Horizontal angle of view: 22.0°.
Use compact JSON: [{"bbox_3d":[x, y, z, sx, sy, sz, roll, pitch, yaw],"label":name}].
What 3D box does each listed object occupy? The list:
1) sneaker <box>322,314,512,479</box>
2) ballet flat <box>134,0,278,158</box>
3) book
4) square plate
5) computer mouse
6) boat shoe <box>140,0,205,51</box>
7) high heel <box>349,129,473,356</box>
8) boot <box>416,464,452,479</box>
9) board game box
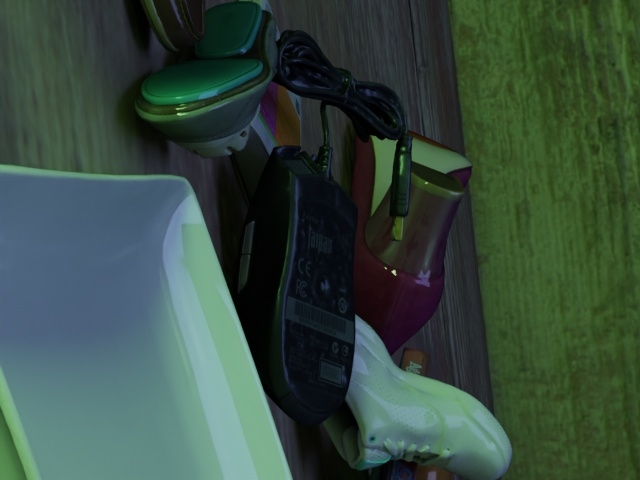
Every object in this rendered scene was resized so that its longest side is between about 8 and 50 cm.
[{"bbox_3d":[0.054,0.144,1.258,0.212,0.080,0.094,35,48,-20],"label":"sneaker"},{"bbox_3d":[-0.058,-0.085,0.975,0.213,0.072,0.068,-73,158,-66],"label":"ballet flat"},{"bbox_3d":[-0.040,-0.098,1.184,0.144,0.035,0.096,-87,162,-44],"label":"book"},{"bbox_3d":[-0.066,0.137,0.719,0.347,0.049,0.344,-7,79,-79],"label":"square plate"},{"bbox_3d":[0.000,0.000,1.136,0.184,0.060,0.262,17,71,-56],"label":"computer mouse"},{"bbox_3d":[-0.081,-0.199,0.944,0.064,0.060,0.178,27,57,-77],"label":"boat shoe"},{"bbox_3d":[0.063,-0.009,1.597,0.377,0.127,0.181,-69,-179,-78],"label":"high heel"},{"bbox_3d":[0.092,0.264,1.551,0.152,0.073,0.197,-78,157,-50],"label":"boot"},{"bbox_3d":[0.056,0.220,1.366,0.281,0.027,0.145,-75,177,-63],"label":"board game box"}]
